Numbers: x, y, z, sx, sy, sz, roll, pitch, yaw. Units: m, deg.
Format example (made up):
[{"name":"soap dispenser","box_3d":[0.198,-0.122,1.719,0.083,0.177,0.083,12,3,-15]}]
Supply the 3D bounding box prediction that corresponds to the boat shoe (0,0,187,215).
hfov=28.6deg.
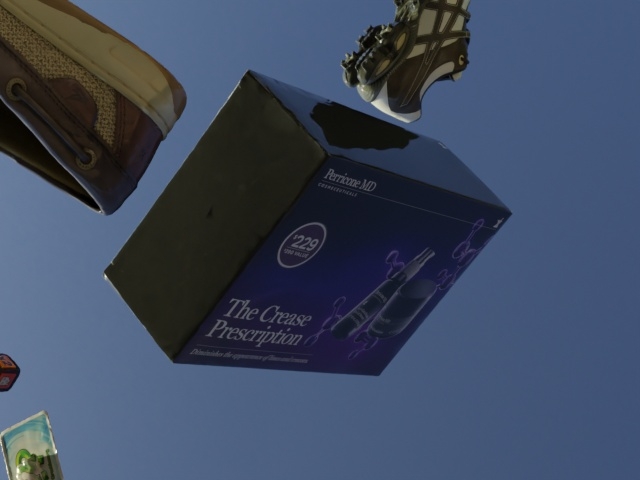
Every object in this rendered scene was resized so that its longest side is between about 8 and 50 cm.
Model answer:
[{"name":"boat shoe","box_3d":[-0.206,-0.105,0.645,0.285,0.103,0.092,29,-111,-24]}]

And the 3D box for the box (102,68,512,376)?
[{"name":"box","box_3d":[0.000,0.000,0.926,0.103,0.261,0.184,45,-71,31]}]

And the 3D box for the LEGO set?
[{"name":"LEGO set","box_3d":[-0.233,0.213,0.915,0.182,0.060,0.244,-28,-110,26]}]

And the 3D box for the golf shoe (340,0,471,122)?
[{"name":"golf shoe","box_3d":[0.108,-0.198,1.158,0.094,0.077,0.198,42,-96,-20]}]
